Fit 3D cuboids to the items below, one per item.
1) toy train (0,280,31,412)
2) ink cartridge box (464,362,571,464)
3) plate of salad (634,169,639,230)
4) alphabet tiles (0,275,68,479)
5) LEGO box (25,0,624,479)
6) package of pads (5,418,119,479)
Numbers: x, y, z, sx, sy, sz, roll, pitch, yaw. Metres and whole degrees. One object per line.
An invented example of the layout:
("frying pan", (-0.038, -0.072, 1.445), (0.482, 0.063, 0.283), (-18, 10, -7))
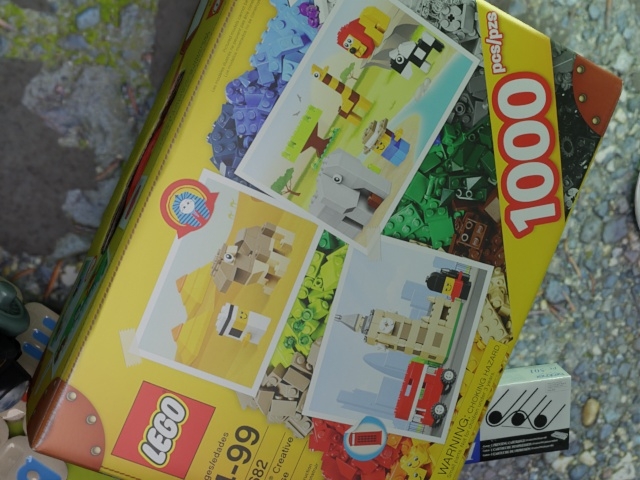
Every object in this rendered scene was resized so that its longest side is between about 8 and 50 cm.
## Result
("toy train", (-0.400, 0.032, 0.870), (0.334, 0.190, 0.142), (45, 97, 5))
("ink cartridge box", (0.189, 0.208, 1.163), (0.207, 0.046, 0.097), (-6, 106, -10))
("plate of salad", (0.459, -0.057, 1.143), (0.200, 0.048, 0.199), (-3, 107, -11))
("alphabet tiles", (-0.369, 0.168, 0.959), (0.278, 0.021, 0.284), (33, 68, 1))
("LEGO box", (0.000, 0.000, 0.933), (0.373, 0.193, 0.500), (24, 88, -18))
("package of pads", (-0.296, 0.281, 1.002), (0.297, 0.101, 0.229), (4, 70, -14))
